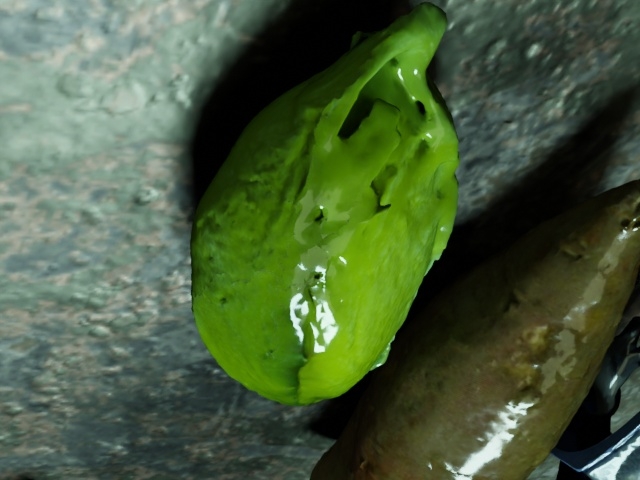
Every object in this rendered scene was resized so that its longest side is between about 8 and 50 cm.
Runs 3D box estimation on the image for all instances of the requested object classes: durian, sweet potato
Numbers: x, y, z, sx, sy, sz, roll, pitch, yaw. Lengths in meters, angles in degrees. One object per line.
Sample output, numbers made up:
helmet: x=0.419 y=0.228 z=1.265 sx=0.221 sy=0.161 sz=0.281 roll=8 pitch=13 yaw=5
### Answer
durian: x=0.000 y=0.000 z=0.571 sx=0.139 sy=0.101 sz=0.250 roll=-45 pitch=154 yaw=-31
sweet potato: x=0.096 y=0.087 z=0.701 sx=0.131 sy=0.131 sz=0.337 roll=1 pitch=136 yaw=-27

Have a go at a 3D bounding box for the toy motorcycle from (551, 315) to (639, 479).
toy motorcycle: x=0.243 y=0.103 z=0.730 sx=0.125 sy=0.212 sz=0.358 roll=41 pitch=113 yaw=-16
